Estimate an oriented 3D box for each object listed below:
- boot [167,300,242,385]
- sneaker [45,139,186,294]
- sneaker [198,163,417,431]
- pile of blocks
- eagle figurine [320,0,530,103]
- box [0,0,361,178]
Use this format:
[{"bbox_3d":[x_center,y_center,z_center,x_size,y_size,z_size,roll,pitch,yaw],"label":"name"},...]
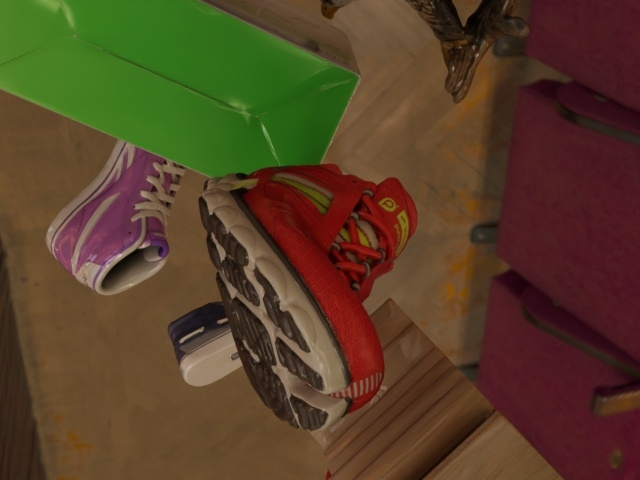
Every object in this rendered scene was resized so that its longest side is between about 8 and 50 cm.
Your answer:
[{"bbox_3d":[-0.087,0.095,0.951,0.190,0.086,0.069,-22,137,-12],"label":"boot"},{"bbox_3d":[-0.205,-0.054,1.001,0.282,0.161,0.102,-54,140,-4],"label":"sneaker"},{"bbox_3d":[0.000,0.000,0.438,0.118,0.279,0.107,-16,109,-5],"label":"sneaker"},{"bbox_3d":[0.066,0.142,0.348,0.112,0.362,0.149,-43,105,1],"label":"pile of blocks"},{"bbox_3d":[0.023,-0.239,0.588,0.298,0.226,0.225,34,122,-12],"label":"eagle figurine"},{"bbox_3d":[-0.110,-0.163,0.677,0.262,0.231,0.127,22,109,-10],"label":"box"}]
